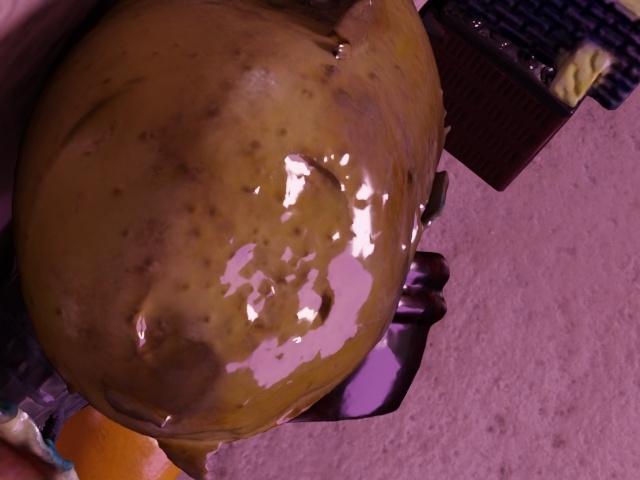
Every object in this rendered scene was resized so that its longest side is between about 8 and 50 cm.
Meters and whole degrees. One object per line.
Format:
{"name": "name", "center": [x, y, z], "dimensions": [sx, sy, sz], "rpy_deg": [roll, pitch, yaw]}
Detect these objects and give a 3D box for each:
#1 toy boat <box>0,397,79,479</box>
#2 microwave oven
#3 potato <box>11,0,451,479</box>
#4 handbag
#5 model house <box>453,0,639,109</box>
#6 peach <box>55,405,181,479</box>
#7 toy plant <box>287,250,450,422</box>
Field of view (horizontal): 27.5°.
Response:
{"name": "toy boat", "center": [-0.152, 0.082, 0.395], "dimensions": [0.108, 0.099, 0.293], "rpy_deg": [-53, 169, 5]}
{"name": "microwave oven", "center": [0.211, -0.213, 1.350], "dimensions": [0.247, 0.178, 0.188], "rpy_deg": [-51, 176, -31]}
{"name": "potato", "center": [-0.022, -0.029, 0.493], "dimensions": [0.169, 0.144, 0.248], "rpy_deg": [-66, 173, 28]}
{"name": "handbag", "center": [-0.121, 0.053, 0.644], "dimensions": [0.175, 0.089, 0.270], "rpy_deg": [-46, 178, 14]}
{"name": "model house", "center": [0.198, -0.224, 0.987], "dimensions": [0.211, 0.194, 0.170], "rpy_deg": [-56, 179, 13]}
{"name": "peach", "center": [-0.133, 0.128, 0.934], "dimensions": [0.179, 0.103, 0.179], "rpy_deg": [-49, 177, -4]}
{"name": "toy plant", "center": [0.000, 0.000, 0.878], "dimensions": [0.218, 0.176, 0.235], "rpy_deg": [12, 79, -78]}
